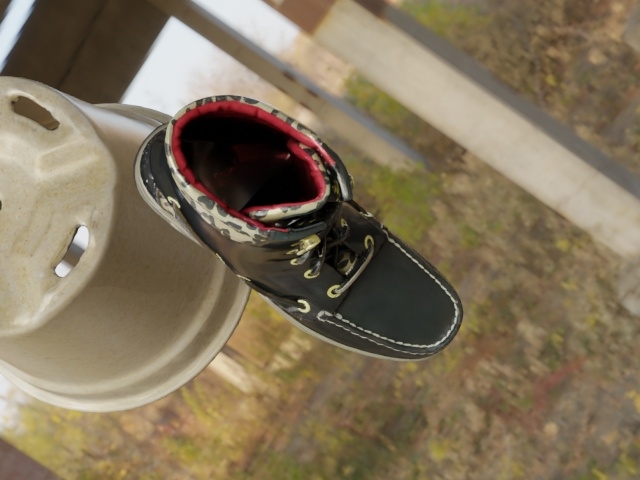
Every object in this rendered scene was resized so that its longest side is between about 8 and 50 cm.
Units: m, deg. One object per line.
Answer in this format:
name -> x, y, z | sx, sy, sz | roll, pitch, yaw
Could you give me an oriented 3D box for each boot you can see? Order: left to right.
boot -> -0.002, 0.001, 0.693 | 0.085, 0.236, 0.178 | -58, 8, -8

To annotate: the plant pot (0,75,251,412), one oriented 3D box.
plant pot -> -0.255, -0.007, 1.128 | 0.334, 0.334, 0.305 | -56, -13, -2
